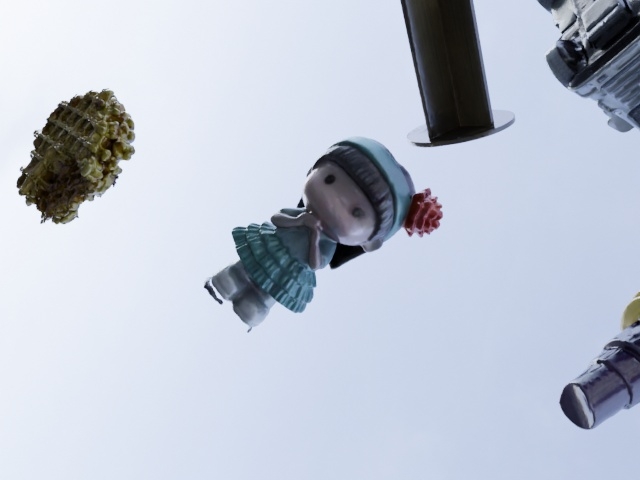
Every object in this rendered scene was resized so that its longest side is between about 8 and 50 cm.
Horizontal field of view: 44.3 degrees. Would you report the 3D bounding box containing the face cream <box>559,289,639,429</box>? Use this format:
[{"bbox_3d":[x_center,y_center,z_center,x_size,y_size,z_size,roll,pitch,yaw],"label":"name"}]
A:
[{"bbox_3d":[0.265,0.046,0.522,0.078,0.274,0.078,47,-28,36],"label":"face cream"}]

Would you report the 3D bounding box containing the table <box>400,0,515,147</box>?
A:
[{"bbox_3d":[0.188,-0.272,1.169,0.167,0.167,0.226,3,-65,41],"label":"table"}]

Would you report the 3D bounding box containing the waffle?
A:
[{"bbox_3d":[-0.337,-0.118,1.084,0.193,0.070,0.197,-38,-135,15],"label":"waffle"}]

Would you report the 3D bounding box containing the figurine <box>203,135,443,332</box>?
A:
[{"bbox_3d":[0.000,0.000,0.357,0.106,0.047,0.060,-40,-105,5],"label":"figurine"}]

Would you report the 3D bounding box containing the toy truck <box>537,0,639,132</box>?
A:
[{"bbox_3d":[0.337,-0.271,0.860,0.146,0.175,0.367,-44,-155,39],"label":"toy truck"}]
